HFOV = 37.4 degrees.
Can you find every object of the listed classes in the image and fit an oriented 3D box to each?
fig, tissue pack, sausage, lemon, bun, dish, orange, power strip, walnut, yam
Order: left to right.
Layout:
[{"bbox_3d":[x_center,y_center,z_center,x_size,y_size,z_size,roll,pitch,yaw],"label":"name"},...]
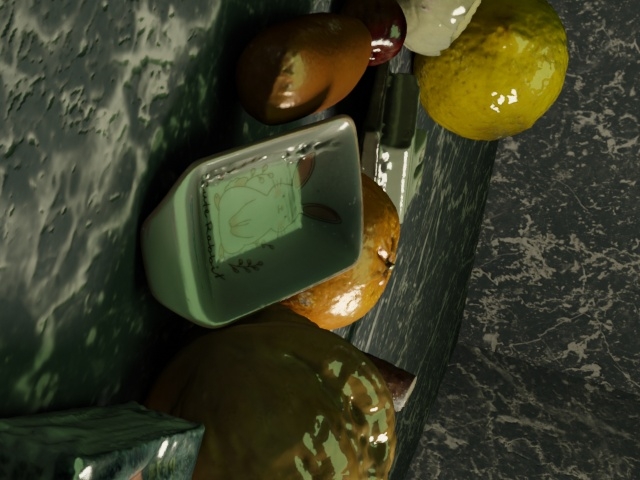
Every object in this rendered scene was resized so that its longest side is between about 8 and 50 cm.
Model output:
[{"bbox_3d":[-0.196,0.277,0.669,0.228,0.103,0.315,23,83,-74],"label":"tissue pack"},{"bbox_3d":[-0.065,-0.020,0.844,0.234,0.064,0.154,-23,119,-39],"label":"dish"},{"bbox_3d":[-0.051,0.177,0.888,0.224,0.257,0.257,-98,-168,-57],"label":"walnut"},{"bbox_3d":[-0.010,-0.171,0.913,0.238,0.098,0.098,-38,142,-63],"label":"sausage"},{"bbox_3d":[0.004,0.008,1.022,0.193,0.161,0.193,19,90,-80],"label":"orange"},{"bbox_3d":[0.056,-0.270,1.107,0.089,0.089,0.125,64,19,-69],"label":"fig"},{"bbox_3d":[0.092,0.243,1.656,0.079,0.141,0.079,-58,161,-33],"label":"yam"},{"bbox_3d":[0.098,-0.131,1.301,0.257,0.092,0.251,92,12,-48],"label":"power strip"},{"bbox_3d":[0.157,-0.379,1.208,0.287,0.146,0.287,-64,-179,3],"label":"bun"},{"bbox_3d":[0.277,-0.289,1.560,0.310,0.253,0.253,116,-6,-75],"label":"lemon"}]
